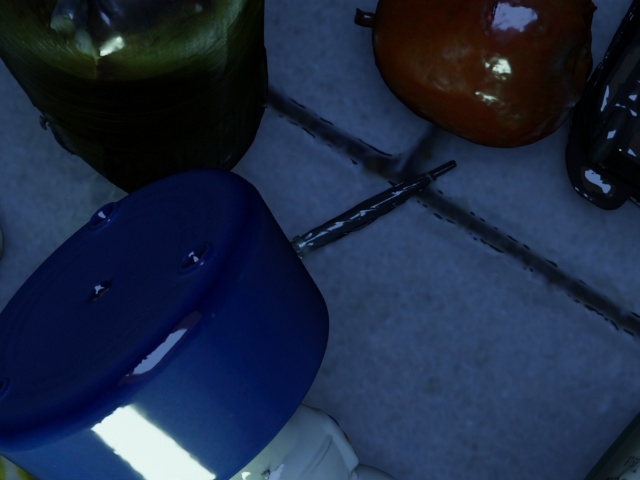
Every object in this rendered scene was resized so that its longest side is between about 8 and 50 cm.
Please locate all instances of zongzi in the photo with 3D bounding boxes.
[{"bbox_3d":[-0.216,-0.245,1.417,0.208,0.403,0.432,-41,75,-14],"label":"zongzi"}]

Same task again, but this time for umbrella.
[{"bbox_3d":[0.001,0.002,1.550,0.269,0.044,0.044,-27,116,-4],"label":"umbrella"}]

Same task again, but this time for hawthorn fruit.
[{"bbox_3d":[0.125,-0.173,1.507,0.202,0.185,0.185,10,83,21],"label":"hawthorn fruit"}]

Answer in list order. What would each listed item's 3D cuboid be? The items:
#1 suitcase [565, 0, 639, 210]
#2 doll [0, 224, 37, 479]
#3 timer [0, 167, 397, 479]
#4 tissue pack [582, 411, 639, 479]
[{"bbox_3d":[0.411,-0.120,1.505,0.345,0.188,0.339,31,85,3],"label":"suitcase"},{"bbox_3d":[-0.280,0.171,1.470,0.423,0.161,0.348,42,67,-5],"label":"doll"},{"bbox_3d":[-0.052,0.164,1.413,0.270,0.270,0.383,-43,115,-6],"label":"timer"},{"bbox_3d":[0.281,0.241,1.380,0.194,0.356,0.266,38,84,5],"label":"tissue pack"}]
